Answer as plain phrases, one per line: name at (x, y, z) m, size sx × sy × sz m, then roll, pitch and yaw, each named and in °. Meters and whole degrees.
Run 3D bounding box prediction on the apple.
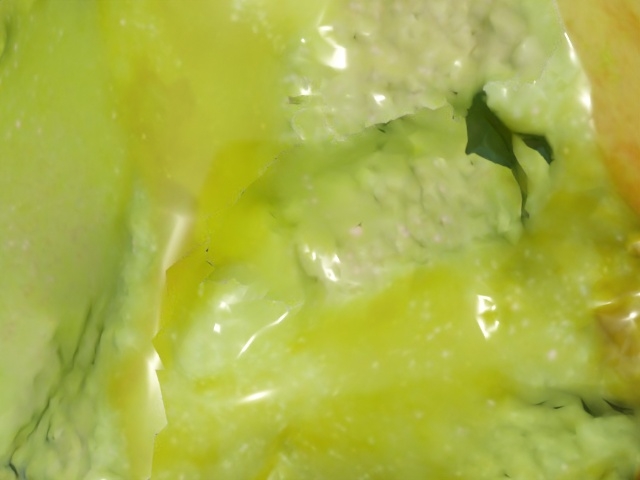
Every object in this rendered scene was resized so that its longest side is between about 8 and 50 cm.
apple at (-0.008, -0.024, 0.517) m, size 0.246 × 0.226 × 0.246 m, roll -37°, pitch 7°, yaw 5°
